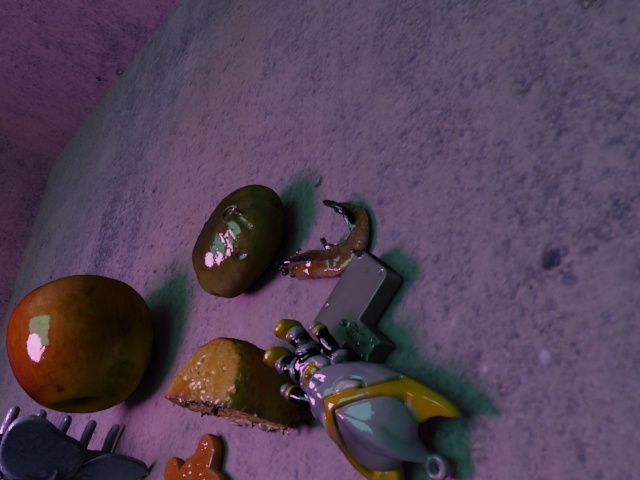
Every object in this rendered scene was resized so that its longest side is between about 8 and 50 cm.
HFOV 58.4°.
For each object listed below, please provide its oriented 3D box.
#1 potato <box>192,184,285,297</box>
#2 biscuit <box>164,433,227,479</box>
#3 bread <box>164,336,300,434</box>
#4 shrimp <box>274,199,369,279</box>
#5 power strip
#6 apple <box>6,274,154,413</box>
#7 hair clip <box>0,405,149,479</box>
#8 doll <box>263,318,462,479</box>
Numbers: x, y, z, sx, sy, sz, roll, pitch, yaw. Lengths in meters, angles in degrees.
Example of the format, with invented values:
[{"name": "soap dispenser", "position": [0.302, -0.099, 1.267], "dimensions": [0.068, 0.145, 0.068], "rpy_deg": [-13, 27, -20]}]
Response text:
[{"name": "potato", "position": [-0.168, 0.000, 1.167], "dimensions": [0.228, 0.148, 0.197], "rpy_deg": [-41, 27, 34]}, {"name": "biscuit", "position": [-0.257, 0.480, 1.078], "dimensions": [0.250, 0.036, 0.165], "rpy_deg": [-45, 39, 20]}, {"name": "bread", "position": [-0.137, 0.237, 0.971], "dimensions": [0.260, 0.160, 0.147], "rpy_deg": [-16, 50, 54]}, {"name": "shrimp", "position": [0.000, 0.000, 1.030], "dimensions": [0.219, 0.046, 0.152], "rpy_deg": [-15, 58, 43]}, {"name": "power strip", "position": [0.049, 0.133, 0.874], "dimensions": [0.145, 0.061, 0.216], "rpy_deg": [39, 102, 50]}, {"name": "apple", "position": [-0.568, 0.251, 1.376], "dimensions": [0.339, 0.339, 0.340], "rpy_deg": [-30, 47, 39]}, {"name": "hair clip", "position": [-0.586, 0.513, 1.244], "dimensions": [0.238, 0.318, 0.392], "rpy_deg": [30, 96, 56]}, {"name": "doll", "position": [0.044, 0.210, 0.771], "dimensions": [0.316, 0.103, 0.145], "rpy_deg": [31, 80, 41]}]
